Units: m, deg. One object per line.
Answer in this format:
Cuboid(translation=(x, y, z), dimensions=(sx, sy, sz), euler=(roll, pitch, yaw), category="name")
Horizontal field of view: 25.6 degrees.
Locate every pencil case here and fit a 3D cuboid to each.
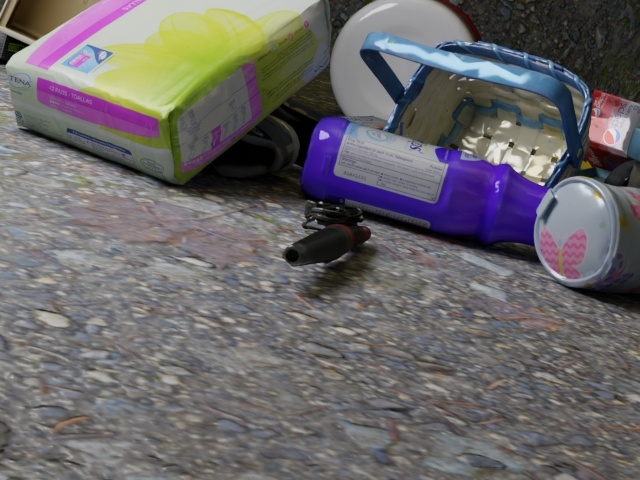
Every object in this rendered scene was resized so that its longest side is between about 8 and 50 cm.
Cuboid(translation=(0.352, -0.004, 1.494), dimensions=(0.273, 0.113, 0.124), euler=(3, 51, -39), category="pencil case")

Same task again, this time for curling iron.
Cuboid(translation=(0.000, 0.000, 1.255), dimensions=(0.068, 0.035, 0.274), euler=(12, 11, 7), category="curling iron")

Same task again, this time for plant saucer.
Cuboid(translation=(0.384, -0.080, 1.941), dimensions=(0.067, 0.018, 0.192), euler=(20, 12, 21), category="plant saucer")

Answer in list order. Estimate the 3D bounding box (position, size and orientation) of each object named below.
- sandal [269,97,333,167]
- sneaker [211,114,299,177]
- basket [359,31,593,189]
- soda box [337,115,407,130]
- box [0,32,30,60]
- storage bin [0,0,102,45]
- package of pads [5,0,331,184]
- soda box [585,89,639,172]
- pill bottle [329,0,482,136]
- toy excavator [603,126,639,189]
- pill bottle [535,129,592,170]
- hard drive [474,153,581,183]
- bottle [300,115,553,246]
Cuboid(translation=(-0.061, -0.131, 1.670), dimensions=(0.255, 0.097, 0.054), euler=(16, 39, 10), category="sandal")
Cuboid(translation=(-0.137, -0.127, 1.558), dimensions=(0.229, 0.086, 0.132), euler=(16, 14, 2), category="sneaker")
Cuboid(translation=(0.197, -0.140, 1.664), dimensions=(0.255, 0.201, 0.289), euler=(21, -18, 29), category="basket")
Cuboid(translation=(0.051, -0.125, 1.825), dimensions=(0.058, 0.063, 0.183), euler=(19, 12, 21), category="soda box")
Cuboid(translation=(-0.474, -0.294, 1.974), dimensions=(0.184, 0.045, 0.191), euler=(22, 11, 29), category="box")
Cuboid(translation=(-0.256, -0.344, 1.882), dimensions=(0.262, 0.260, 0.123), euler=(25, 5, -12), category="storage bin")
Cuboid(translation=(-0.150, -0.192, 1.513), dimensions=(0.229, 0.101, 0.296), euler=(20, 44, 27), category="package of pads")
Cuboid(translation=(0.456, -0.125, 2.070), dimensions=(0.092, 0.083, 0.263), euler=(22, -8, 30), category="soda box")
Cuboid(translation=(0.152, -0.286, 2.296), dimensions=(0.229, 0.229, 0.407), euler=(16, 12, 6), category="pill bottle")
Cuboid(translation=(0.614, -0.157, 1.738), dimensions=(0.433, 0.445, 0.222), euler=(12, 13, -12), category="toy excavator")
Cuboid(translation=(0.465, -0.144, 2.289), dimensions=(0.209, 0.119, 0.119), euler=(21, 13, 31), category="pill bottle")
Cuboid(translation=(0.308, -0.076, 1.971), dimensions=(0.210, 0.040, 0.319), euler=(23, 14, 32), category="hard drive")
Cuboid(translation=(0.123, -0.058, 1.531), dimensions=(0.283, 0.092, 0.118), euler=(16, 11, 4), category="bottle")
